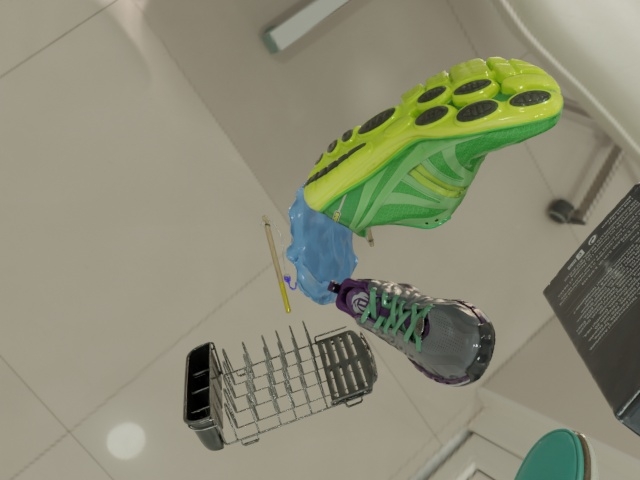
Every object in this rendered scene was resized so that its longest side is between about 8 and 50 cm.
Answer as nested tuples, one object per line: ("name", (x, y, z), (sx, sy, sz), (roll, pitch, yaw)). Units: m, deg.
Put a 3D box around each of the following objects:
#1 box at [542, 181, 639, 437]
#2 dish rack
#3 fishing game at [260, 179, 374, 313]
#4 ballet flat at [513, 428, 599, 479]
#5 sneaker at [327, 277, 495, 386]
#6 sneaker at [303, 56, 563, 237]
("box", (0.672, 0.193, 1.237), (0.479, 0.472, 0.297), (35, 105, -7))
("dish rack", (-0.057, 0.192, 1.119), (0.271, 0.208, 0.074), (-19, 114, -1))
("fishing game", (0.000, 0.000, 1.112), (0.264, 0.041, 0.189), (-40, 121, -51))
("ballet flat", (0.275, 0.410, 0.911), (0.139, 0.139, 0.400), (54, 40, -20))
("sneaker", (0.080, 0.084, 0.771), (0.098, 0.223, 0.083), (16, 90, -21))
("sneaker", (0.117, -0.086, 0.788), (0.123, 0.295, 0.109), (42, 46, -27))
